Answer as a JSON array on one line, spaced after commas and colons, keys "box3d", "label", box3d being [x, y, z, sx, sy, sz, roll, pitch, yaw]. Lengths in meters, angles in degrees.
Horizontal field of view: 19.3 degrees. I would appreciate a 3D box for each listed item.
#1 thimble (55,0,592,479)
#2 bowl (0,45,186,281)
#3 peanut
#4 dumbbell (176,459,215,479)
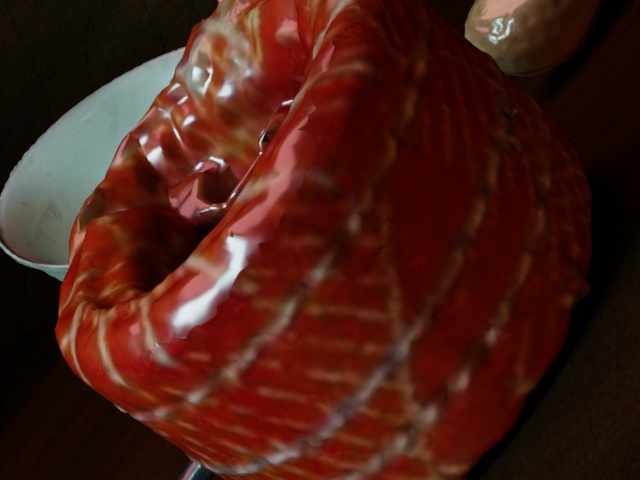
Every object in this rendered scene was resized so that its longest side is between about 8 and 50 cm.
[{"box3d": [0.000, 0.000, 1.214, 0.350, 0.231, 0.350, -43, 25, 26], "label": "thimble"}, {"box3d": [-0.108, -0.029, 1.599, 0.313, 0.146, 0.313, -19, 32, 13], "label": "bowl"}, {"box3d": [0.201, -0.227, 1.501, 0.228, 0.104, 0.086, -51, -11, 13], "label": "peanut"}, {"box3d": [-0.120, 0.222, 1.618, 0.254, 0.082, 0.081, -56, 10, 0], "label": "dumbbell"}]
